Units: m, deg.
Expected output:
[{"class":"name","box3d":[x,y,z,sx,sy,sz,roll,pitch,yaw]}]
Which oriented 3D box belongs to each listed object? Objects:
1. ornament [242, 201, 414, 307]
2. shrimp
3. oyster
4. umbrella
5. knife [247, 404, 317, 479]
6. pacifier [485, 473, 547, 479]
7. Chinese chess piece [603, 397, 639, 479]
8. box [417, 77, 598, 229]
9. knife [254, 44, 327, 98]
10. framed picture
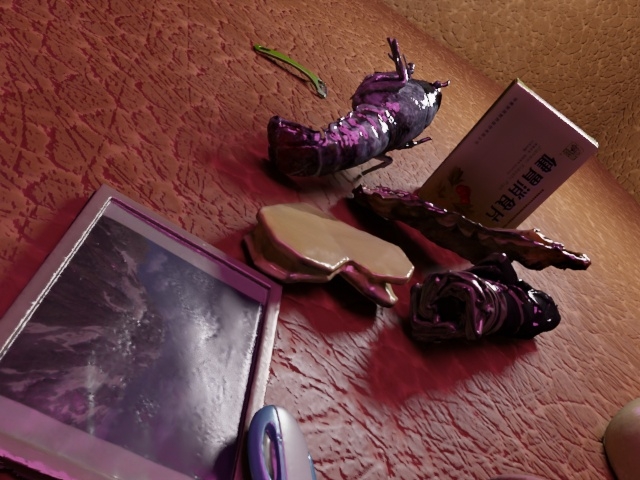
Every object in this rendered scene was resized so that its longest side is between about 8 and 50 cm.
[{"class":"ornament","box3d":[0.000,0.000,0.684,0.201,0.059,0.180,17,25,-33]},{"class":"shrimp","box3d":[0.078,-0.190,0.895,0.166,0.221,0.410,23,39,16]},{"class":"oyster","box3d":[0.200,-0.014,0.821,0.345,0.078,0.129,21,2,19]},{"class":"umbrella","box3d":[0.244,0.087,0.798,0.358,0.113,0.106,11,67,-49]},{"class":"knife","box3d":[-0.018,0.213,0.377,0.064,0.031,0.222,34,31,-41]},{"class":"pacifier","box3d":[0.134,0.287,0.279,0.220,0.273,0.332,52,11,-47]},{"class":"Chinese chess piece","box3d":[0.505,0.325,0.773,0.251,0.097,0.250,30,30,-19]},{"class":"box","box3d":[0.322,-0.127,1.022,0.175,0.260,0.062,38,29,-2]},{"class":"knife","box3d":[-0.054,-0.338,1.128,0.166,0.022,0.078,29,25,-20]},{"class":"framed picture","box3d":[-0.131,0.077,0.454,0.209,0.019,0.281,30,30,-18]}]
